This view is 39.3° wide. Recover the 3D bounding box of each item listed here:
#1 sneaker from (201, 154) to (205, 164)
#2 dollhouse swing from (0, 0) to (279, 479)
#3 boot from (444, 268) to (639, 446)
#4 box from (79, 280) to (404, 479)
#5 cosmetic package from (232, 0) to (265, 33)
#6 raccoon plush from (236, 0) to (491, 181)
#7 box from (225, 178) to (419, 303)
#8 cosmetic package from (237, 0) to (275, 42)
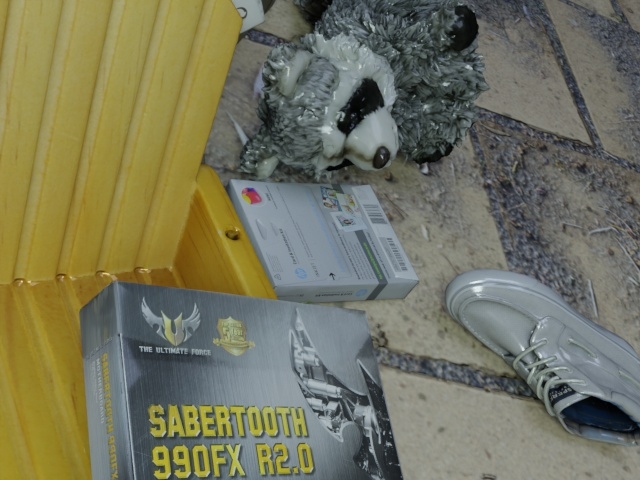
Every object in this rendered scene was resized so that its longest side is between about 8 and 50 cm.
[{"bbox_3d":[-0.165,-0.103,0.938,0.071,0.066,0.188,7,47,-28],"label":"sneaker"},{"bbox_3d":[-0.176,0.000,0.650,0.347,0.305,0.315,-4,53,-38],"label":"dollhouse swing"},{"bbox_3d":[0.252,0.130,0.968,0.258,0.095,0.123,25,34,-13],"label":"boot"},{"bbox_3d":[-0.047,0.132,0.630,0.231,0.056,0.183,11,58,-40],"label":"box"},{"bbox_3d":[-0.258,-0.204,0.752,0.365,0.155,0.197,-28,49,-11],"label":"cosmetic package"},{"bbox_3d":[-0.015,-0.207,1.106,0.299,0.216,0.446,-11,27,-29],"label":"raccoon plush"},{"bbox_3d":[0.000,0.000,0.971,0.186,0.038,0.145,0,50,-35],"label":"box"},{"bbox_3d":[-0.127,-0.320,1.105,0.113,0.160,0.309,33,41,-3],"label":"cosmetic package"}]
